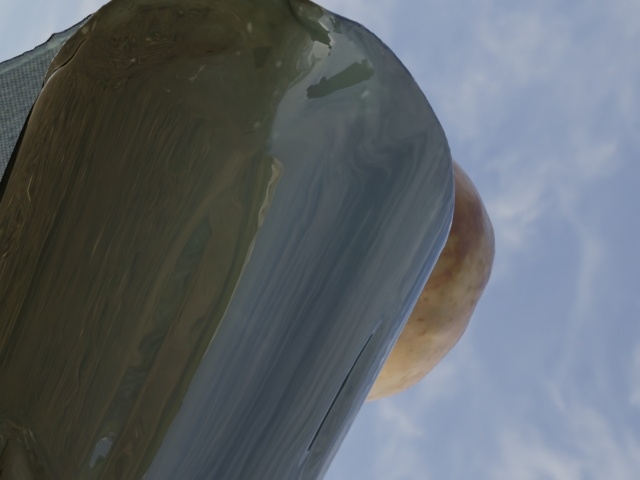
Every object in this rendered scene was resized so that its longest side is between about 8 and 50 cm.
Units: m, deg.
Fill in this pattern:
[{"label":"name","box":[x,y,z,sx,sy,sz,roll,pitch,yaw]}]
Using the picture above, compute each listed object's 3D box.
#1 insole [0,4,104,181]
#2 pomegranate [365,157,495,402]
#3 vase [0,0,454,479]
[{"label":"insole","box":[-0.138,-0.047,0.696,0.003,0.232,0.080,34,-38,32]},{"label":"pomegranate","box":[0.004,0.001,1.003,0.207,0.207,0.207,-46,-149,39]},{"label":"vase","box":[-0.077,0.088,0.554,0.251,0.156,0.300,124,-10,-65]}]
